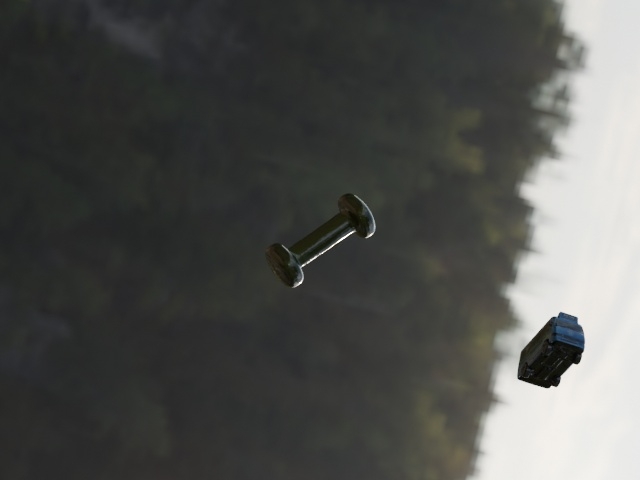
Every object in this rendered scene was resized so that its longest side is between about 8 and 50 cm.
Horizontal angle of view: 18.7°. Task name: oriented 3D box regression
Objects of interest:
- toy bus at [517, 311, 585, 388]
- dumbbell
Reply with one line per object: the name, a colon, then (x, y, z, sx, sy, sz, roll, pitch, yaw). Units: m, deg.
toy bus: (0.224, 0.108, 1.882, 0.083, 0.038, 0.046, 123, -19, -51)
dumbbell: (0.000, 0.000, 2.006, 0.118, 0.052, 0.046, -34, 148, -16)
